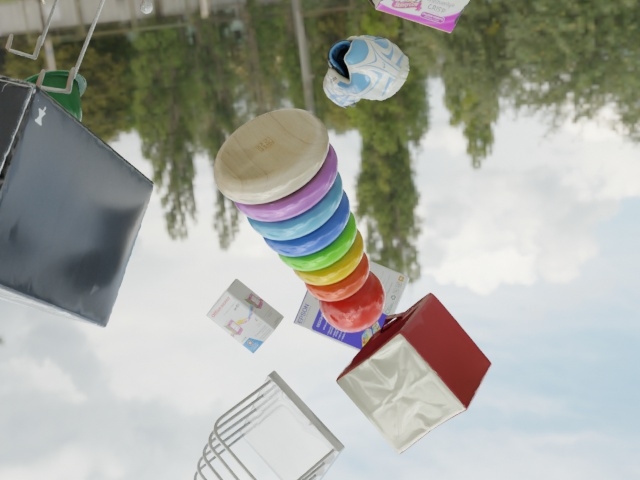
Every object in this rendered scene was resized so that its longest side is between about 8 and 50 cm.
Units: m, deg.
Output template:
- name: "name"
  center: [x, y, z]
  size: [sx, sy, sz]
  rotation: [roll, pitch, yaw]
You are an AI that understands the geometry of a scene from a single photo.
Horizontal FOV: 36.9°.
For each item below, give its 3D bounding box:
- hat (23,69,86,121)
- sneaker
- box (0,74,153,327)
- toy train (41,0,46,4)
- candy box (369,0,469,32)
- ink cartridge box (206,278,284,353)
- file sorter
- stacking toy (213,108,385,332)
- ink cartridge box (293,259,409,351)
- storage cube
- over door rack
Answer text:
- name: "hat"
  center: [-0.572, -0.257, 2.143]
  size: [0.208, 0.183, 0.173]
  rotation: [-6, 157, -47]
- name: "sneaker"
  center: [0.041, -0.219, 1.203]
  size: [0.086, 0.085, 0.237]
  rotation: [35, 177, -14]
- name: "box"
  center: [-0.599, -0.085, 1.556]
  size: [0.472, 0.297, 0.480]
  rotation: [12, 169, 14]
- name: "toy train"
  center: [-0.335, -0.344, 1.069]
  size: [0.105, 0.248, 0.143]
  rotation: [16, -139, 4]
- name: "candy box"
  center: [0.120, -0.442, 1.574]
  size: [0.159, 0.071, 0.233]
  rotation: [9, -146, -33]
- name: "ink cartridge box"
  center: [-0.147, 0.146, 1.858]
  size: [0.088, 0.122, 0.052]
  rotation: [-49, -178, 35]
- name: "file sorter"
  center: [-0.113, 0.418, 1.807]
  size: [0.173, 0.277, 0.193]
  rotation: [-34, -108, -33]
- name: "stacking toy"
  center: [0.000, 0.000, 1.187]
  size: [0.141, 0.330, 0.141]
  rotation: [-17, -138, 16]
- name: "ink cartridge box"
  center: [0.071, 0.138, 2.198]
  size: [0.208, 0.206, 0.045]
  rotation: [23, 171, 3]
- name: "storage cube"
  center: [0.176, 0.247, 1.807]
  size: [0.184, 0.215, 0.193]
  rotation: [-41, 180, 30]
- name: "over door rack"
  center: [-0.397, -0.414, 1.660]
  size: [0.108, 0.324, 0.239]
  rotation: [29, -173, -39]
